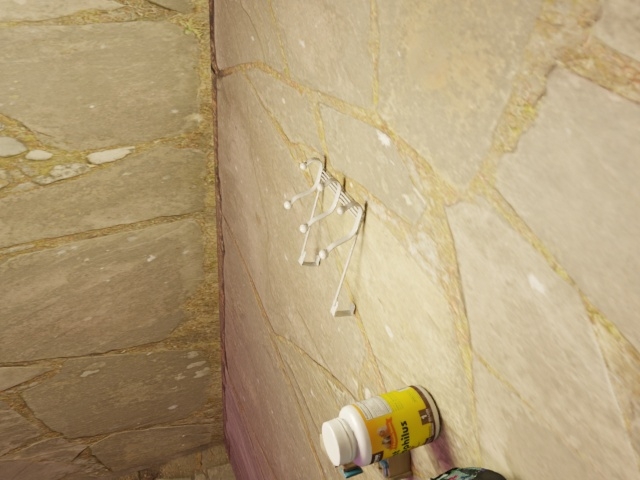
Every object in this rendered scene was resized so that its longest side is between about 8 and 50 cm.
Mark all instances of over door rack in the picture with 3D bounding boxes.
[{"bbox_3d":[0.000,0.000,1.442,0.240,0.108,0.325,-125,31,-48],"label":"over door rack"}]

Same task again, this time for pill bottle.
[{"bbox_3d":[0.116,0.366,1.182,0.117,0.214,0.118,168,90,-69],"label":"pill bottle"}]

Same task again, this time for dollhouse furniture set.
[{"bbox_3d":[0.090,0.462,1.343,0.129,0.183,0.130,-149,50,-62],"label":"dollhouse furniture set"}]

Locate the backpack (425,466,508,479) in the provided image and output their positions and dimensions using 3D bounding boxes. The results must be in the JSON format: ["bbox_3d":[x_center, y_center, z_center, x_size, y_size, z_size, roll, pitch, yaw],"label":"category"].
[{"bbox_3d":[0.231,0.512,1.026,0.253,0.190,0.225,124,130,-69],"label":"backpack"}]
